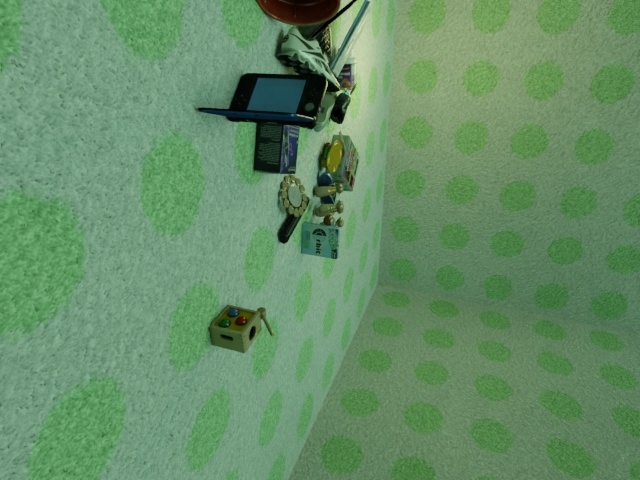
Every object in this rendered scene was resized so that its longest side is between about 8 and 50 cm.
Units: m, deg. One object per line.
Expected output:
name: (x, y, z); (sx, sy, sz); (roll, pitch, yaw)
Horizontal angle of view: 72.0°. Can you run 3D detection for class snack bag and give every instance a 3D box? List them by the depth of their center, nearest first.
snack bag: (0.137, -0.891, 1.990); (0.323, 0.037, 0.342); (-60, -177, 14)

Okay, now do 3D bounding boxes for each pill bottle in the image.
pill bottle: (0.130, -0.871, 2.236); (0.108, 0.108, 0.194); (-56, 149, -53)

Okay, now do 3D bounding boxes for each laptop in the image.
laptop: (0.081, -0.837, 1.894); (0.382, 0.236, 0.408); (-62, 155, -44)

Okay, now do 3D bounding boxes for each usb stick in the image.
usb stick: (-0.114, -0.098, 1.963); (0.077, 0.045, 0.278); (113, 2, -49)

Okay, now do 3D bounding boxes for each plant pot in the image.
plant pot: (-0.063, -0.891, 1.413); (0.272, 0.272, 0.266); (20, 73, -72)

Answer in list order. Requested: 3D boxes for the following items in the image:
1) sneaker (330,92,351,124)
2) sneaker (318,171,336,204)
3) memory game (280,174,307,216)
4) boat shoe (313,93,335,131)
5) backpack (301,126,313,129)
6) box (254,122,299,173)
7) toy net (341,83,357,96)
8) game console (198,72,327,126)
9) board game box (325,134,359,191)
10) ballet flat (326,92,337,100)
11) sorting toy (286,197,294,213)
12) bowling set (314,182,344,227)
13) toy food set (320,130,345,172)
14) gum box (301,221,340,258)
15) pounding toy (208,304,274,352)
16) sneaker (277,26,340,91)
sneaker: (0.076, -0.621, 2.179); (0.130, 0.087, 0.227); (-65, -171, -13)
sneaker: (0.038, -0.282, 2.314); (0.232, 0.081, 0.091); (82, 14, -49)
memory game: (-0.112, -0.191, 1.880); (0.186, 0.012, 0.187); (22, 64, -54)
boat shoe: (0.008, -0.599, 2.073); (0.081, 0.079, 0.228); (111, -1, -55)
backpack: (-0.077, -0.544, 1.726); (0.158, 0.116, 0.174); (24, 80, -71)
box: (-0.156, -0.348, 1.609); (0.153, 0.108, 0.207); (-27, 124, -69)
toy net: (0.116, -0.720, 2.257); (0.122, 0.045, 0.232); (-60, -173, -17)
game console: (-0.157, -0.420, 1.265); (0.173, 0.292, 0.251); (57, 45, -65)
board game box: (0.131, -0.429, 2.487); (0.303, 0.097, 0.224); (36, 64, -70)
ballet flat: (0.052, -0.723, 2.164); (0.057, 0.052, 0.168); (59, -2, 10)
sorting toy: (-0.120, -0.162, 1.922); (0.061, 0.042, 0.102); (-17, 116, -70)
bowling set: (0.067, -0.124, 2.224); (0.200, 0.154, 0.287); (-119, -157, -53)
toy food set: (0.053, -0.445, 2.270); (0.218, 0.071, 0.128); (-66, 149, -26)
gum box: (0.000, 0.000, 2.146); (0.041, 0.184, 0.157); (-43, 139, -62)
pounding toy: (-0.248, 0.279, 1.518); (0.206, 0.180, 0.094); (-54, 148, -55)
sneaker: (-0.019, -0.694, 1.703); (0.330, 0.122, 0.147); (22, 80, -52)
